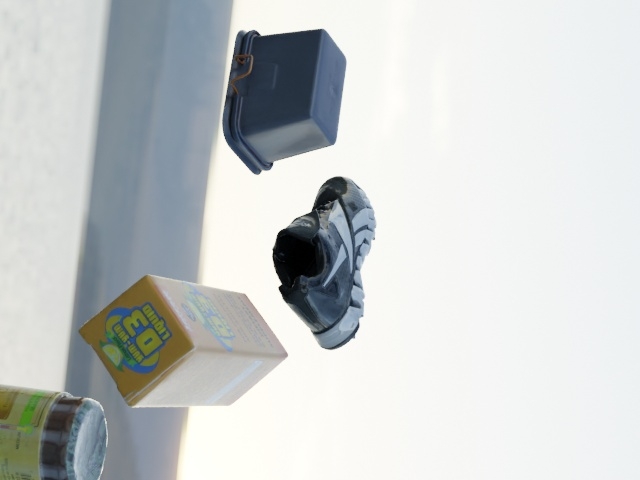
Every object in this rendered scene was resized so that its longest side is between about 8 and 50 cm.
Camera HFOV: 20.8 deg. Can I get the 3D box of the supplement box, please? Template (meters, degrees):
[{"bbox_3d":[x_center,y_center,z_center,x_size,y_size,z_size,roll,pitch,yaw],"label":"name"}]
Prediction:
[{"bbox_3d":[-0.107,0.086,1.427,0.078,0.080,0.233,54,12,14],"label":"supplement box"}]

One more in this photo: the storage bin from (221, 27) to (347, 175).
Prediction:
[{"bbox_3d":[-0.032,-0.144,1.660,0.098,0.091,0.135,49,40,-48],"label":"storage bin"}]

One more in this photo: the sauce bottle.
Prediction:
[{"bbox_3d":[-0.401,0.198,1.831,0.111,0.344,0.111,5,90,-78],"label":"sauce bottle"}]

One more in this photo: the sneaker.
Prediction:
[{"bbox_3d":[0.000,0.000,1.846,0.078,0.106,0.234,-29,-144,30],"label":"sneaker"}]
